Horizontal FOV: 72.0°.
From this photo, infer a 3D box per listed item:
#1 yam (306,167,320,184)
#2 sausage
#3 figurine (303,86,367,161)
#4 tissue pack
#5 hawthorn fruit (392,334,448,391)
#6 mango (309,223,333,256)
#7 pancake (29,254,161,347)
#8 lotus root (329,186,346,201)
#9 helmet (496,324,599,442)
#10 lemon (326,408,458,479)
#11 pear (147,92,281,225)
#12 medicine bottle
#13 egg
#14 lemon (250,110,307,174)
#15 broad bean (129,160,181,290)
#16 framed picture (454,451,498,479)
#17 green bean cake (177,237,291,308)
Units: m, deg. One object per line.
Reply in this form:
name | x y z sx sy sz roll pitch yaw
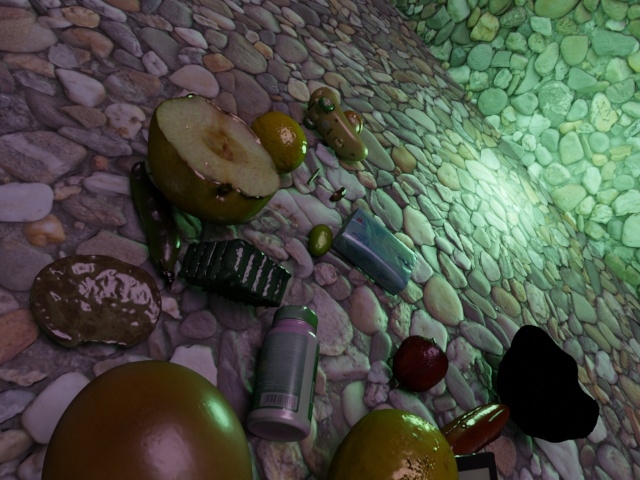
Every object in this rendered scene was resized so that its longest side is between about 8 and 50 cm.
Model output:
yam | -0.023 -0.217 1.490 0.014 0.014 0.107 38 42 -7
sausage | 0.401 0.515 1.180 0.330 0.102 0.102 -6 62 -40
figurine | 0.074 -0.440 1.672 0.325 0.124 0.222 53 39 5
tissue pack | 0.178 0.030 1.396 0.263 0.089 0.177 39 44 -5
hawthorn fruit | 0.261 0.341 1.193 0.148 0.148 0.172 44 69 -1
mango | 0.000 0.000 1.306 0.073 0.056 0.108 28 56 -13
pancake | -0.436 0.121 0.872 0.236 0.042 0.222 -10 60 -46
lotus root | 0.065 -0.156 1.493 0.030 0.037 0.083 49 41 -2
helmet | 0.667 0.457 1.363 0.270 0.197 0.338 -3 53 -31
lemon | 0.144 0.479 0.885 0.258 0.258 0.310 46 43 2
pear | -0.287 -0.179 1.107 0.340 0.191 0.386 26 30 -31
medicine bottle | -0.072 0.280 0.965 0.133 0.133 0.274 26 46 -20
egg | -0.245 0.354 0.655 0.282 0.282 0.351 -14 70 -44
lemon | -0.133 -0.298 1.352 0.193 0.181 0.180 29 39 18
broad bean | -0.380 -0.042 1.030 0.077 0.061 0.339 -11 64 -30
framed picture | 0.337 0.678 1.000 0.265 0.016 0.347 11 65 -32
green bean cake | -0.197 0.086 1.027 0.208 0.193 0.107 37 56 -44
